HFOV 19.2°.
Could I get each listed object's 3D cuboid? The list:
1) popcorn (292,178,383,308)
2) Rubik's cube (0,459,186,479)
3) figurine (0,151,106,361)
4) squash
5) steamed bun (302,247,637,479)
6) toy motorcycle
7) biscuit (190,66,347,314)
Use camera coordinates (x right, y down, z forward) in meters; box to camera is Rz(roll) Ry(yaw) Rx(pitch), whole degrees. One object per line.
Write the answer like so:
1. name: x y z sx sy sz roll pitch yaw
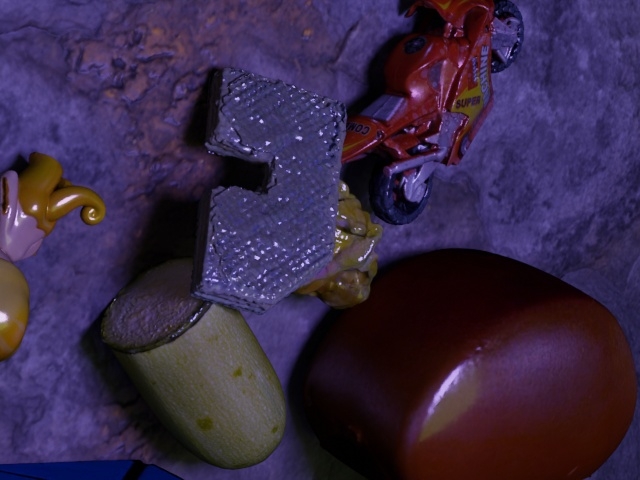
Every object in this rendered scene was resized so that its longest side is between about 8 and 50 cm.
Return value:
1. popcorn: 0.000 0.000 1.975 0.125 0.126 0.145 -19 139 -7
2. Rubik's cube: -0.213 0.363 1.826 0.246 0.248 0.250 5 102 -42
3. figurine: -0.302 0.032 1.719 0.246 0.131 0.156 -60 150 -21
4. squash: -0.110 0.142 1.915 0.132 0.132 0.247 -47 129 -19
5. steamed bun: 0.178 0.142 2.099 0.379 0.235 0.248 -1 109 -41
6. toy motorcycle: 0.119 -0.162 2.028 0.298 0.089 0.171 -57 140 -18
7. biscuit: -0.051 -0.046 1.859 0.147 0.046 0.250 18 63 -24
